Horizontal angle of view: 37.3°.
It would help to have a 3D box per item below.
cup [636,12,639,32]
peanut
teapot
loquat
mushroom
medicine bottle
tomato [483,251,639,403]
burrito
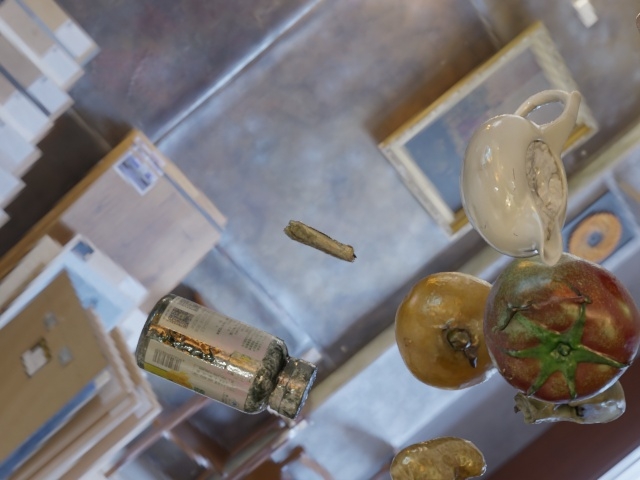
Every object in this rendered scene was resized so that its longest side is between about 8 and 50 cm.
[{"bbox_3d":[0.722,-0.396,1.665,0.253,0.200,0.191,39,41,7],"label":"cup"},{"bbox_3d":[0.291,0.554,2.328,0.137,0.253,0.122,47,-44,42],"label":"peanut"},{"bbox_3d":[0.298,-0.098,1.382,0.208,0.299,0.166,31,-23,-29],"label":"teapot"},{"bbox_3d":[0.358,0.249,2.561,0.328,0.328,0.359,50,5,0],"label":"loquat"},{"bbox_3d":[0.632,0.347,2.414,0.212,0.292,0.217,123,-38,-58],"label":"mushroom"},{"bbox_3d":[-0.157,0.205,1.614,0.293,0.141,0.141,21,0,6],"label":"medicine bottle"},{"bbox_3d":[0.467,0.163,1.879,0.303,0.303,0.239,49,21,-14],"label":"tomato"},{"bbox_3d":[-0.001,0.002,2.057,0.171,0.042,0.051,27,-28,14],"label":"burrito"}]
